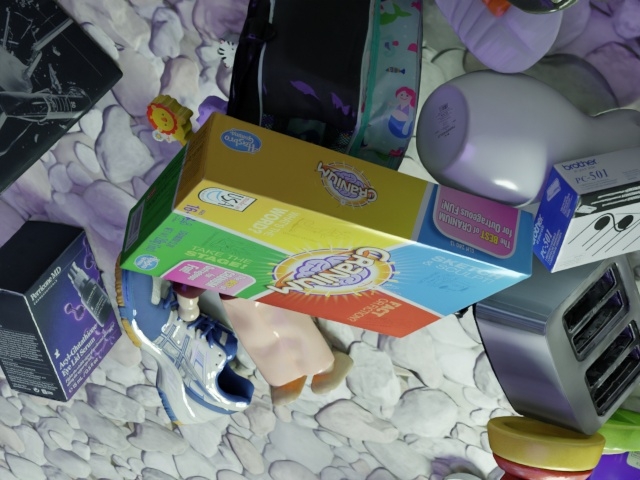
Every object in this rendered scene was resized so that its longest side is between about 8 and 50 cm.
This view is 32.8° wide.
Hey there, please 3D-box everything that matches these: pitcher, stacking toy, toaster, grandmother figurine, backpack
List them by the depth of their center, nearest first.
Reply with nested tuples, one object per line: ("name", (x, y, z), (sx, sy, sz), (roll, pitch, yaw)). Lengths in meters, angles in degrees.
("pitcher", (0.183, -0.081, 1.041), (0.207, 0.126, 0.177), (6, 156, -31))
("backpack", (-0.006, -0.136, 1.063), (0.191, 0.225, 0.253), (14, 146, -11))
("toaster", (0.253, 0.092, 1.132), (0.110, 0.185, 0.168), (13, 136, 52))
("stacking toy", (0.341, 0.269, 1.162), (0.308, 0.279, 0.130), (8, 93, 22))
("stacking toy", (-0.112, -0.100, 1.199), (0.052, 0.167, 0.221), (13, 133, 23))
("grandmother figurine", (-0.095, 0.051, 1.379), (0.207, 0.104, 0.342), (-21, 114, 11))

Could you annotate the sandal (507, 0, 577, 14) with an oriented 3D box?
("sandal", (0.146, -0.333, 0.895), (0.120, 0.086, 0.303), (-14, 103, 48))

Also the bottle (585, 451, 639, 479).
("bottle", (0.454, 0.325, 1.289), (0.282, 0.092, 0.118), (19, 141, 15))

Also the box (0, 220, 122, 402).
("box", (-0.389, 0.100, 1.545), (0.108, 0.153, 0.207), (8, 131, 24))

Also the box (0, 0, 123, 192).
("box", (-0.461, -0.195, 1.218), (0.343, 0.312, 0.179), (46, 135, -13))

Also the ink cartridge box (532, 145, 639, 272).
("ink cartridge box", (0.297, -0.040, 1.001), (0.097, 0.207, 0.046), (99, 149, -43))

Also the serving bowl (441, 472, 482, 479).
("serving bowl", (0.204, 0.349, 1.503), (0.083, 0.027, 0.083), (16, 134, 17))

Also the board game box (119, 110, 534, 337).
("board game box", (0.000, 0.000, 1.016), (0.316, 0.064, 0.242), (16, 155, -21))

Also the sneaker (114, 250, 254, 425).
("sneaker", (-0.181, 0.124, 1.500), (0.131, 0.112, 0.296), (-11, 124, 16))

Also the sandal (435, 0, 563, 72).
("sandal", (0.129, -0.273, 0.982), (0.102, 0.076, 0.265), (-37, 83, 20))
